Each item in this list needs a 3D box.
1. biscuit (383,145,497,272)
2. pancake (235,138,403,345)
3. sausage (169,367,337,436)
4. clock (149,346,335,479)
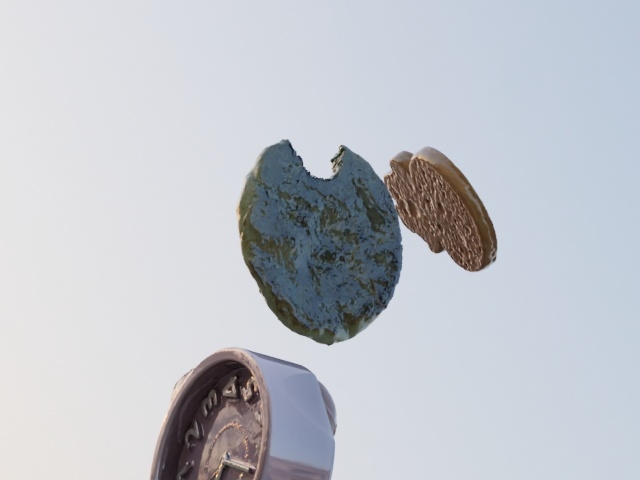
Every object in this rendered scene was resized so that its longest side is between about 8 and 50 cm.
[{"bbox_3d":[0.180,-0.050,2.058,0.202,0.044,0.289,63,-14,-13],"label":"biscuit"},{"bbox_3d":[0.000,0.000,1.588,0.253,0.253,0.037,41,-36,-26],"label":"pancake"},{"bbox_3d":[-0.103,0.275,2.162,0.268,0.153,0.141,3,-43,-9],"label":"sausage"},{"bbox_3d":[-0.071,0.194,1.181,0.068,0.197,0.197,19,-20,-31],"label":"clock"}]
